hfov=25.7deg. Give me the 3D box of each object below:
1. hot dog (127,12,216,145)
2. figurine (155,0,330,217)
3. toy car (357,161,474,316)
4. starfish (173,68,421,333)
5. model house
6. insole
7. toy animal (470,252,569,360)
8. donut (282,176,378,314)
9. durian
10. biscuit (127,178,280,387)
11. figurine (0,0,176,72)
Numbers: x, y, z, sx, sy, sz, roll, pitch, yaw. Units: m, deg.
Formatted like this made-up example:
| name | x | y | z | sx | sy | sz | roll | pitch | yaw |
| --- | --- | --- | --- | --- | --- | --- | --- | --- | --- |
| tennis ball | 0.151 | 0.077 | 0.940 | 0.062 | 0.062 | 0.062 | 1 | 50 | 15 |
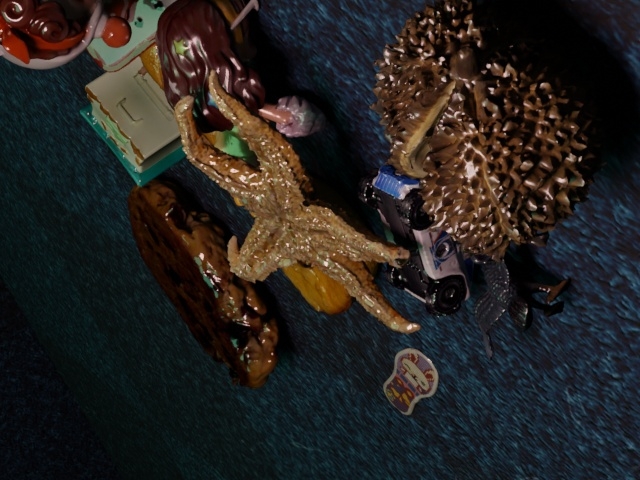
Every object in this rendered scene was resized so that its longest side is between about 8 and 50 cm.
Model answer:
| name | x | y | z | sx | sy | sz | roll | pitch | yaw |
| --- | --- | --- | --- | --- | --- | --- | --- | --- | --- |
| hot dog | -0.160 | -0.202 | 1.589 | 0.286 | 0.061 | 0.088 | 49 | 148 | 7 |
| figurine | -0.090 | -0.144 | 1.445 | 0.175 | 0.116 | 0.240 | 26 | 147 | 52 |
| toy car | 0.100 | 0.000 | 1.334 | 0.080 | 0.070 | 0.170 | 29 | 148 | 48 |
| starfish | -0.017 | -0.026 | 1.371 | 0.302 | 0.060 | 0.299 | 32 | 149 | 20 |
| model house | -0.224 | -0.147 | 1.756 | 0.127 | 0.100 | 0.149 | 51 | 161 | 7 |
| insole | 0.106 | 0.170 | 1.692 | 0.065 | 0.004 | 0.197 | 49 | 159 | 10 |
| toy animal | 0.168 | 0.035 | 1.255 | 0.108 | 0.062 | 0.220 | 39 | 143 | 37 |
| donut | 0.000 | 0.000 | 1.565 | 0.162 | 0.065 | 0.178 | 62 | 159 | -9 |
| durian | 0.116 | -0.088 | 1.009 | 0.196 | 0.167 | 0.196 | 41 | 171 | 8 |
| biscuit | -0.159 | 0.055 | 1.974 | 0.334 | 0.081 | 0.289 | 57 | 160 | 0 |
| figurine | -0.284 | -0.251 | 1.457 | 0.160 | 0.226 | 0.183 | -30 | 96 | 35 |
